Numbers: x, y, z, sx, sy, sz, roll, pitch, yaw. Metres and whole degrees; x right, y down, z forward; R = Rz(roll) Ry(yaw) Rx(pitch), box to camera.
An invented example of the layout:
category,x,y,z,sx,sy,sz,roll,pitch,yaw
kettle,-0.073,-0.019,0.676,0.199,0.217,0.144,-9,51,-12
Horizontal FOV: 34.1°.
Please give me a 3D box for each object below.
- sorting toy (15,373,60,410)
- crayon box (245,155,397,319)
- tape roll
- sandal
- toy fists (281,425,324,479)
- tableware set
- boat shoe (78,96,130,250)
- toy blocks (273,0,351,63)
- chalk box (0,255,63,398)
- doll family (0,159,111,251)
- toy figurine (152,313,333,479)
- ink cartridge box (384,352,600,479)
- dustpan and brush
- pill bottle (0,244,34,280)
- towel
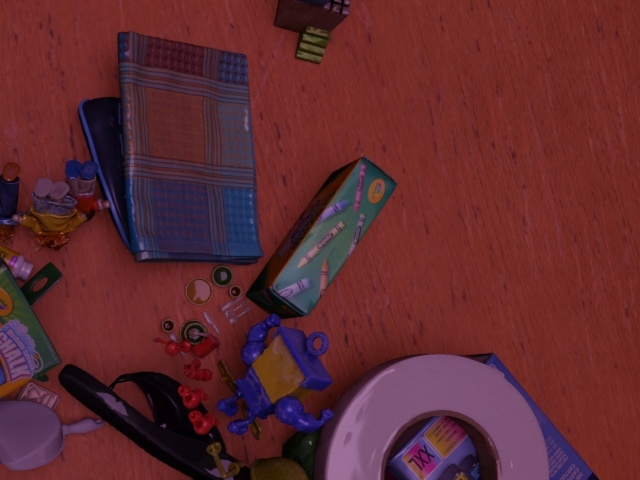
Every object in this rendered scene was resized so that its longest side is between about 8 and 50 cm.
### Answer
category,x,y,z,sx,sy,sz,roll,pitch,yaw
sorting toy,-0.449,0.250,1.669,0.062,0.012,0.083,30,76,-15
crayon box,0.000,0.000,1.760,0.081,0.165,0.278,38,74,-10
tape roll,0.182,0.374,1.675,0.392,0.072,0.391,2,84,-16
sandal,-0.218,0.303,1.669,0.446,0.168,0.107,37,67,-20
toy fists,0.045,0.430,1.739,0.096,0.142,0.279,-33,95,-18
tableware set,-0.197,0.115,1.759,0.154,0.024,0.104,-34,94,-18
boat shoe,-0.320,-0.115,1.701,0.089,0.109,0.258,-17,91,-14
toy blocks,0.023,-0.525,1.776,0.191,0.261,0.381,13,81,-16
chalk box,-0.512,0.129,1.554,0.289,0.180,0.179,-30,113,-18
doll family,-0.464,-0.054,1.616,0.263,0.163,0.118,15,55,-4
toy figurine,-0.069,0.229,1.596,0.217,0.191,0.362,-41,55,11
ink cartridge box,0.309,0.428,1.824,0.270,0.151,0.395,-43,99,-17
dustpan and brush,-0.426,0.293,1.615,0.211,0.147,0.060,-13,128,-39
pill bottle,-0.500,0.034,1.660,0.083,0.043,0.043,25,77,-14
towel,-0.210,-0.145,1.717,0.271,0.040,0.370,1,82,-46
